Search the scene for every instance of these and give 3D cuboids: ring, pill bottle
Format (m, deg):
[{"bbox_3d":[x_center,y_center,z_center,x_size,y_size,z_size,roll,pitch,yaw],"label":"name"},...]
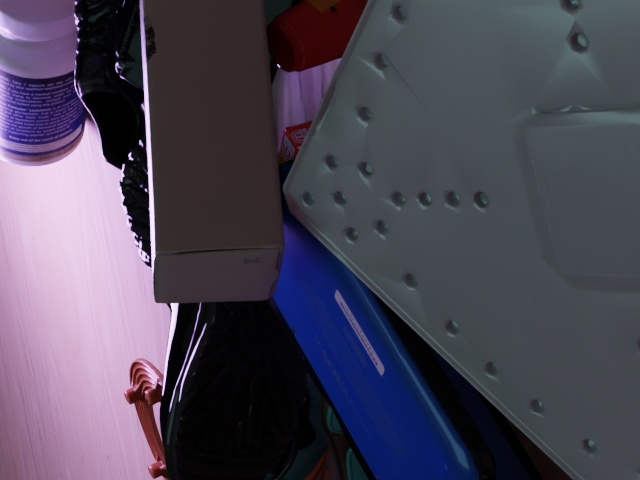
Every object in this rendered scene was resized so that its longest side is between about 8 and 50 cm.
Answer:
[{"bbox_3d":[-0.189,0.318,1.948,0.336,0.032,0.336,50,154,35],"label":"ring"},{"bbox_3d":[-0.381,-0.235,1.897,0.153,0.153,0.264,58,151,28],"label":"pill bottle"}]

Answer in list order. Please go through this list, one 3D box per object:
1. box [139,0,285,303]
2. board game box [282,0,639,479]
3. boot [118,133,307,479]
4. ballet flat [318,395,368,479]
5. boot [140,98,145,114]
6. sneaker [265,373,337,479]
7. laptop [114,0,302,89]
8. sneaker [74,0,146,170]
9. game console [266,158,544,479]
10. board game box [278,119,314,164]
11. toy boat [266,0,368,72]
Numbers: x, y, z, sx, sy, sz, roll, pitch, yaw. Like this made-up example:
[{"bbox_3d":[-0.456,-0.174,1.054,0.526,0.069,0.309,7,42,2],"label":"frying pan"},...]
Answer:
[{"bbox_3d":[-0.086,-0.098,1.077,0.113,0.094,0.275,105,161,-66],"label":"box"},{"bbox_3d":[0.183,-0.032,0.836,0.390,0.050,0.390,43,137,16],"label":"board game box"},{"bbox_3d":[-0.119,0.064,1.425,0.260,0.131,0.347,17,96,57],"label":"boot"},{"bbox_3d":[0.038,0.160,1.366,0.280,0.095,0.096,92,164,-46],"label":"ballet flat"},{"bbox_3d":[-0.099,-0.142,1.517,0.137,0.077,0.198,52,146,3],"label":"boot"},{"bbox_3d":[-0.039,0.227,1.542,0.108,0.121,0.302,56,150,31],"label":"sneaker"},{"bbox_3d":[-0.107,-0.262,1.407,0.264,0.137,0.234,-105,35,-62],"label":"laptop"},{"bbox_3d":[-0.227,-0.216,1.604,0.107,0.124,0.283,-10,106,26],"label":"sneaker"},{"bbox_3d":[0.088,0.088,1.123,0.293,0.173,0.250,58,155,26],"label":"game console"},{"bbox_3d":[0.000,0.000,1.408,0.146,0.045,0.193,57,150,31],"label":"board game box"},{"bbox_3d":[0.101,-0.091,1.069,0.318,0.148,0.267,51,153,24],"label":"toy boat"}]
